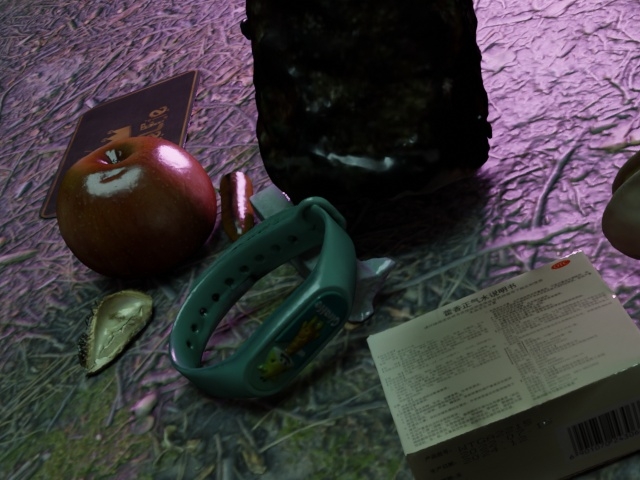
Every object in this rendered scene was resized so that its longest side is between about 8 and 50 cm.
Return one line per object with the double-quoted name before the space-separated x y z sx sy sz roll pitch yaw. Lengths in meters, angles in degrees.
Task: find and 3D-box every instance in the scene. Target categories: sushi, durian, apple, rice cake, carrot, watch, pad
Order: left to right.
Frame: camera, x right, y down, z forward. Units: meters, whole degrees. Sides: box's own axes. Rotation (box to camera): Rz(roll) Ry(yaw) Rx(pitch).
"durian" -0.250 0.109 1.254 0.066 0.052 0.130 32 57 9
"apple" -0.238 -0.047 1.342 0.201 0.162 0.201 -19 32 13
"pad" -0.299 -0.198 1.699 0.314 0.063 0.375 -18 33 12
"carrot" -0.108 -0.035 1.346 0.048 0.048 0.139 -20 33 8
"watch" -0.054 0.063 1.101 0.237 0.068 0.195 -47 33 0
"rice cake" -0.003 0.001 1.216 0.081 0.051 0.290 -39 35 -5
"sushi" 0.052 -0.207 1.226 0.281 0.294 0.299 -11 12 -2

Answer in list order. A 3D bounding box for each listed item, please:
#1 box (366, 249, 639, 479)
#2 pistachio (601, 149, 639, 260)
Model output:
"box" 0.162 0.119 0.888 0.212 0.095 0.168 -22 33 4
"pistachio" 0.364 -0.043 0.944 0.223 0.152 0.126 -23 30 40
